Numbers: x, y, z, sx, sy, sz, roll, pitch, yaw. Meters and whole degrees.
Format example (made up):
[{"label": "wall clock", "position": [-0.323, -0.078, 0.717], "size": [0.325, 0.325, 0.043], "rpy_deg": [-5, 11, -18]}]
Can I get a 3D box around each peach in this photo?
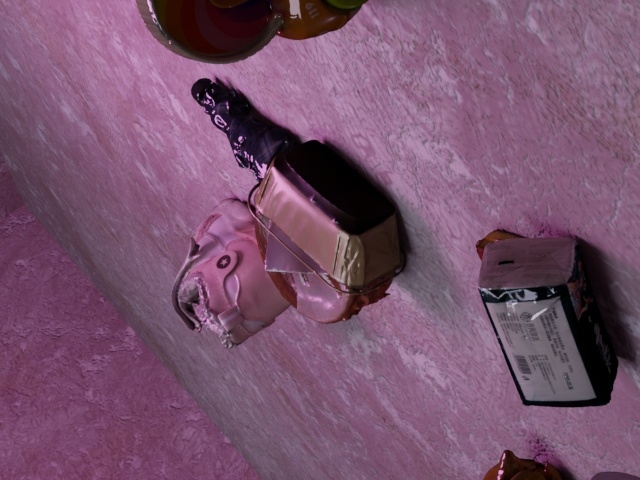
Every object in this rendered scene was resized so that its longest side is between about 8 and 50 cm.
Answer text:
[{"label": "peach", "position": [0.199, 0.021, 1.432], "size": [0.083, 0.050, 0.077], "rpy_deg": [52, 162, 19]}]

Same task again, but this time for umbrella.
[{"label": "umbrella", "position": [-0.108, -0.152, 1.872], "size": [0.071, 0.080, 0.224], "rpy_deg": [20, -161, -51]}]

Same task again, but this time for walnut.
[{"label": "walnut", "position": [0.278, 0.376, 1.763], "size": [0.137, 0.137, 0.245], "rpy_deg": [18, 140, 62]}]

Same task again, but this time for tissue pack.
[{"label": "tissue pack", "position": [0.230, 0.083, 1.368], "size": [0.103, 0.090, 0.170], "rpy_deg": [-4, 129, 29]}]

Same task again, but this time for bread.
[{"label": "bread", "position": [0.000, 0.000, 1.741], "size": [0.224, 0.142, 0.212], "rpy_deg": [43, 143, 27]}]

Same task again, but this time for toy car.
[{"label": "toy car", "position": [-0.082, -0.276, 1.315], "size": [0.145, 0.235, 0.235], "rpy_deg": [21, 143, 60]}]

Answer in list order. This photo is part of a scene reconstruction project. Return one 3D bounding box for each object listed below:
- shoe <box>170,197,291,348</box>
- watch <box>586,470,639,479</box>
[{"label": "shoe", "position": [-0.152, 0.051, 2.136], "size": [0.172, 0.198, 0.351], "rpy_deg": [60, 160, -14]}, {"label": "watch", "position": [0.374, 0.326, 1.340], "size": [0.244, 0.196, 0.231], "rpy_deg": [57, 156, 3]}]
